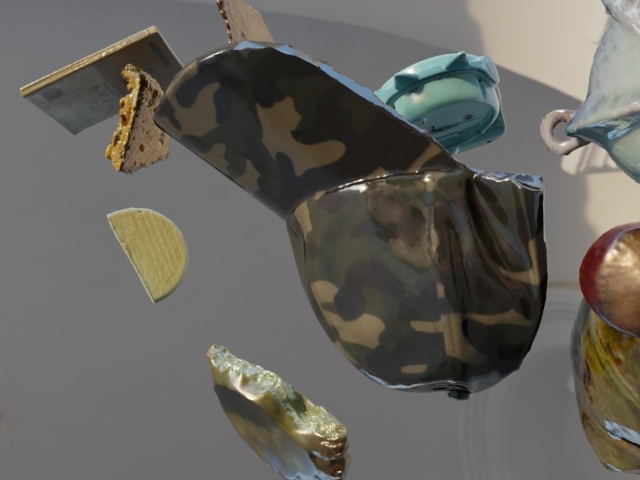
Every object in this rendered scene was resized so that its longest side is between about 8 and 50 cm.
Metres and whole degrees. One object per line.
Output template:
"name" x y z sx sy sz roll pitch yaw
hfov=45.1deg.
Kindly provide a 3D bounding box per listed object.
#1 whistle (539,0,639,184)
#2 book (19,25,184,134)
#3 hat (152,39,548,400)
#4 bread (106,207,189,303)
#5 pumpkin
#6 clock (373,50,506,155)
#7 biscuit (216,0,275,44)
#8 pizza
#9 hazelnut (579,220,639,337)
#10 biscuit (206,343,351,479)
"whistle" 0.264 -0.100 0.374 0.346 0.142 0.133 -16 -20 42
"book" -0.287 -0.214 1.052 0.198 0.016 0.138 -24 -18 4
"hat" 0.000 0.000 0.775 0.381 0.257 0.366 16 -25 -14
"bread" -0.312 0.014 1.459 0.112 0.193 0.036 -28 -8 -23
"pumpkin" 0.385 0.084 0.719 0.303 0.256 0.225 -1 -34 -17
"clock" 0.197 -0.221 1.299 0.223 0.094 0.274 -18 -17 9
"biscuit" -0.068 -0.201 1.008 0.013 0.237 0.232 -16 -87 13
"pizza" -0.237 -0.142 0.997 0.178 0.041 0.131 73 -143 -71
"hazelnut" 0.210 0.023 0.491 0.086 0.086 0.086 -14 -52 -19
"biscuit" -0.072 0.326 1.371 0.078 0.335 0.329 -40 -74 -33
